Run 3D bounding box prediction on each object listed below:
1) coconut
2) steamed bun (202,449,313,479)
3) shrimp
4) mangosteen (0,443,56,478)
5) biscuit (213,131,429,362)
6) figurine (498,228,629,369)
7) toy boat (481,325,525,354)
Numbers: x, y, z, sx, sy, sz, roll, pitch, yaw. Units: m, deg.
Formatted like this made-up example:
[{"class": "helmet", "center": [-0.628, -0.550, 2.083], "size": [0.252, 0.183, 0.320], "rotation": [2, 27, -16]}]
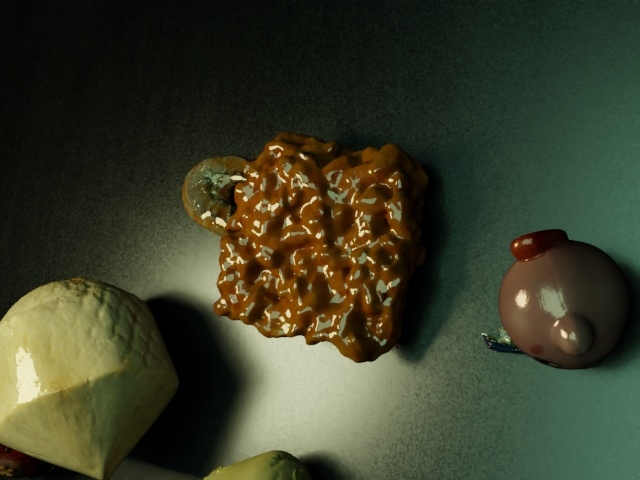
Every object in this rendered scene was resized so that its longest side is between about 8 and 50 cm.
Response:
[{"class": "coconut", "center": [-0.383, 0.232, 1.692], "size": [0.328, 0.329, 0.329], "rotation": [-5, 80, 31]}, {"class": "steamed bun", "center": [-0.105, 0.461, 1.557], "size": [0.232, 0.166, 0.273], "rotation": [-22, 72, 25]}, {"class": "shrimp", "center": [-0.151, -0.070, 1.733], "size": [0.187, 0.051, 0.132], "rotation": [36, 100, 26]}, {"class": "mangosteen", "center": [-0.515, 0.320, 1.844], "size": [0.166, 0.166, 0.180], "rotation": [-15, 55, 29]}, {"class": "biscuit", "center": [0.000, 0.000, 1.577], "size": [0.312, 0.110, 0.318], "rotation": [12, 93, 25]}, {"class": "figurine", "center": [0.312, 0.083, 1.359], "size": [0.173, 0.173, 0.173], "rotation": [-5, 80, 31]}, {"class": "toy boat", "center": [0.259, 0.136, 1.458], "size": [0.083, 0.038, 0.038], "rotation": [2, 83, 32]}]
